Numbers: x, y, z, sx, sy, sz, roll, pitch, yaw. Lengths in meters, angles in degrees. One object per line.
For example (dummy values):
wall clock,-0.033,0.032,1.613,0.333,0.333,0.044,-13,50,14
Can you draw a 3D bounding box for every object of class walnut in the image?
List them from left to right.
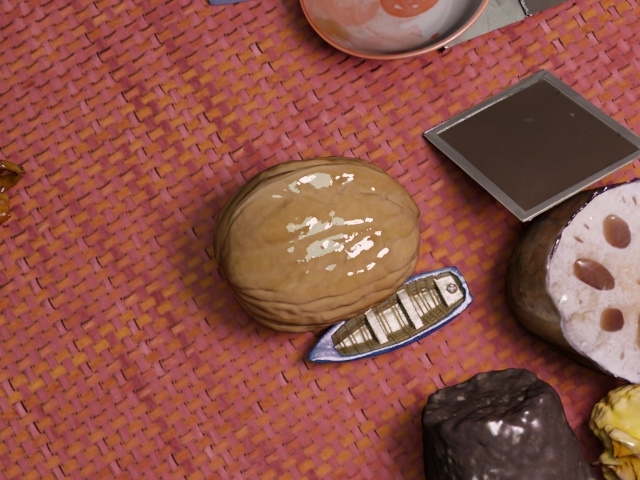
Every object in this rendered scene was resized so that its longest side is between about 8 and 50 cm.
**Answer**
walnut,0.000,0.000,1.765,0.261,0.225,0.225,-13,81,-7

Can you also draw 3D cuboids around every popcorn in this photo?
popcorn,0.411,0.256,1.776,0.170,0.180,0.180,-34,84,-16

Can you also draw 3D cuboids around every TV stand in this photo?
TV stand,0.272,-0.319,1.938,0.256,0.040,0.049,-22,83,-10

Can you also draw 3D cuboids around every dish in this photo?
dish,0.104,-0.333,1.886,0.260,0.085,0.260,-4,68,10

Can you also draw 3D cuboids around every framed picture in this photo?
framed picture,0.273,-0.123,1.831,0.197,0.014,0.252,-29,39,-10

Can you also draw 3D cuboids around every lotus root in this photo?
lotus root,0.362,0.048,1.804,0.272,0.192,0.272,2,86,-24

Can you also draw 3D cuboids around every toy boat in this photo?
toy boat,0.085,0.104,1.834,0.229,0.046,0.080,-27,84,-10

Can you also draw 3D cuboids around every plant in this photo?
plant,0.232,0.305,1.741,0.199,0.188,0.276,-20,101,-15

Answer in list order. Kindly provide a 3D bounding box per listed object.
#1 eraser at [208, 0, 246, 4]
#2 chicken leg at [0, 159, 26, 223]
eraser,-0.128,-0.429,1.921,0.082,0.036,0.225,-8,80,-9
chicken leg,-0.520,-0.058,1.769,0.295,0.182,0.409,-30,67,-20
